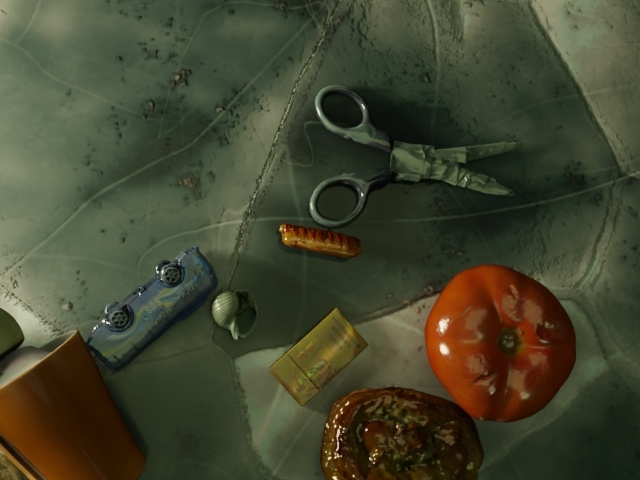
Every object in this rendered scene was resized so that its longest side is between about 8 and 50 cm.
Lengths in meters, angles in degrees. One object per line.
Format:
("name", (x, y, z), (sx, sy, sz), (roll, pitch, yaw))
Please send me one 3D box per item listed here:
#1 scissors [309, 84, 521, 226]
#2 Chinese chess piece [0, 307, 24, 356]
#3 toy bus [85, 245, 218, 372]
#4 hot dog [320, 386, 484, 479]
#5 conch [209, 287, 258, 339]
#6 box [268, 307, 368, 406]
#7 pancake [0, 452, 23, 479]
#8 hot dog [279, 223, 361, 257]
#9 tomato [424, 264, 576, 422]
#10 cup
("scissors", (0.172, -0.144, 1.494), (0.384, 0.029, 0.255), (2, 82, -7))
("Chinese chess piece", (-0.534, 0.179, 1.255), (0.188, 0.188, 0.083), (-39, 92, -12))
("toy bus", (-0.272, 0.110, 1.370), (0.236, 0.079, 0.094), (-41, 106, -12))
("hot dog", (0.141, 0.347, 1.380), (0.272, 0.122, 0.196), (14, 74, -6))
("conch", (-0.146, 0.118, 1.396), (0.076, 0.057, 0.085), (-18, 106, -30))
("box", (-0.003, 0.197, 1.424), (0.156, 0.022, 0.089), (-40, 90, -12))
("pancake", (-0.529, 0.399, 1.311), (0.140, 0.022, 0.139), (1, 82, -8))
("hot dog", (0.000, -0.002, 1.434), (0.144, 0.062, 0.038), (11, 103, -6))
("tomato", (0.288, 0.171, 1.396), (0.260, 0.180, 0.259), (1, 81, -7))
("cup", (-0.406, 0.281, 1.282), (0.226, 0.182, 0.264), (-27, 100, 24))
